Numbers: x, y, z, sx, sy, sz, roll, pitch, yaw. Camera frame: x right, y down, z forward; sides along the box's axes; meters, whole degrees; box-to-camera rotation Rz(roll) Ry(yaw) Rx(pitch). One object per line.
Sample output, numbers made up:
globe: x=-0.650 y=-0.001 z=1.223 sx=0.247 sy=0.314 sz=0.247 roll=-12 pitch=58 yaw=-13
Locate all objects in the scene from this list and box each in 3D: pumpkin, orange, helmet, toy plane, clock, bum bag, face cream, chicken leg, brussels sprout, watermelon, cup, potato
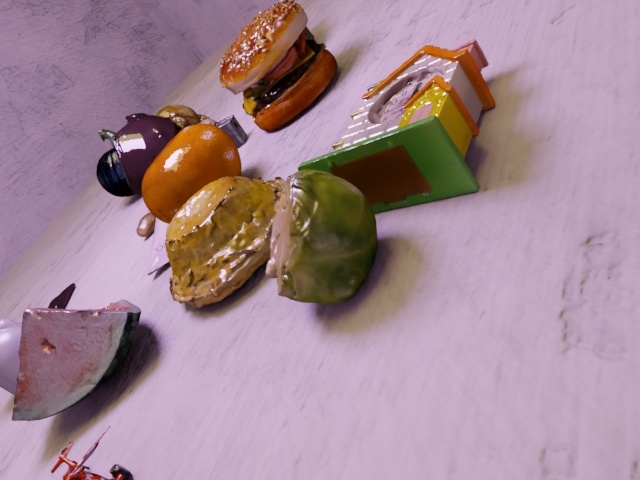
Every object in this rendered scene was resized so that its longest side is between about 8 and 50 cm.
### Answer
pumpkin: x=-0.679 y=-0.287 z=1.684 sx=0.247 sy=0.248 sz=0.248 roll=-31 pitch=31 yaw=21
orange: x=-0.273 y=-0.136 z=1.046 sx=0.240 sy=0.171 sz=0.240 roll=-39 pitch=24 yaw=21
helmet: x=-0.487 y=-0.276 z=1.473 sx=0.176 sy=0.225 sz=0.306 roll=-7 pitch=37 yaw=6
toy plane: x=-0.291 y=0.302 z=0.584 sx=0.194 sy=0.077 sz=0.126 roll=-30 pitch=26 yaw=37
clock: x=0.121 y=-0.169 z=0.665 sx=0.219 sy=0.106 sz=0.255 roll=-11 pitch=42 yaw=44
bum bag: x=-0.749 y=0.188 z=1.355 sx=0.109 sy=0.026 sz=0.159 roll=-37 pitch=29 yaw=11
face cream: x=-0.354 y=-0.017 z=1.113 sx=0.092 sy=0.058 sz=0.244 roll=-33 pitch=36 yaw=9
chicken leg: x=-0.605 y=-0.410 z=1.884 sx=0.429 sy=0.153 sz=0.201 roll=-13 pitch=32 yaw=54
brussels sprout: x=0.005 y=-0.002 z=0.576 sx=0.149 sy=0.121 sz=0.152 roll=-111 pitch=35 yaw=-65
watermelon: x=-0.427 y=0.175 z=0.836 sx=0.256 sy=0.176 sz=0.260 roll=-40 pitch=5 yaw=-10
cup: x=-0.667 y=0.237 z=1.065 sx=0.134 sy=0.142 sz=0.174 roll=-33 pitch=29 yaw=18
potato: x=-0.461 y=-0.047 z=1.293 sx=0.092 sy=0.045 sz=0.047 roll=-75 pitch=6 yaw=-48

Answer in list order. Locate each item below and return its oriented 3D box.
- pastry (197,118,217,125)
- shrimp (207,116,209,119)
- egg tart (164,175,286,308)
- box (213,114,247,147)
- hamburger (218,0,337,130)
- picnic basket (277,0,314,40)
pastry: x=-0.336 y=-0.274 z=1.377 sx=0.156 sy=0.091 sz=0.157 roll=-43 pitch=29 yaw=30
shrimp: x=-0.467 y=-0.441 z=1.857 sx=0.108 sy=0.023 sz=0.059 roll=-26 pitch=41 yaw=29
egg tart: x=-0.173 y=-0.021 z=0.825 sx=0.294 sy=0.116 sz=0.295 roll=-33 pitch=31 yaw=22
box: x=-0.246 y=-0.292 z=1.318 sx=0.063 sy=0.085 sz=0.060 roll=-23 pitch=32 yaw=17
hamburger: x=-0.113 y=-0.436 z=1.199 sx=0.290 sy=0.225 sz=0.291 roll=-33 pitch=30 yaw=23
picnic basket: x=-0.152 y=-0.643 z=1.573 sx=0.227 sy=0.175 sz=0.313 roll=-32 pitch=31 yaw=18
